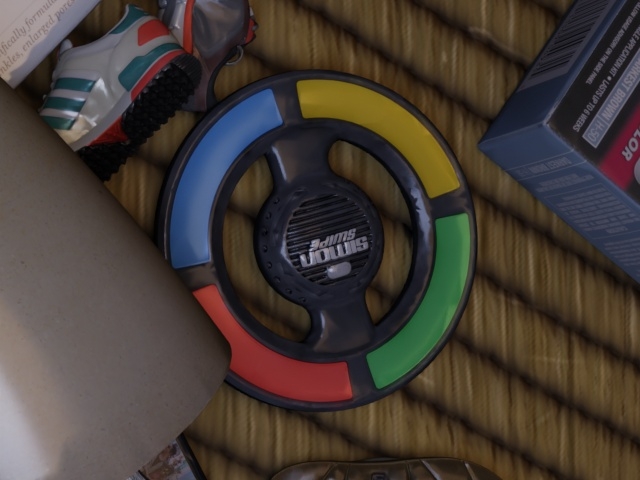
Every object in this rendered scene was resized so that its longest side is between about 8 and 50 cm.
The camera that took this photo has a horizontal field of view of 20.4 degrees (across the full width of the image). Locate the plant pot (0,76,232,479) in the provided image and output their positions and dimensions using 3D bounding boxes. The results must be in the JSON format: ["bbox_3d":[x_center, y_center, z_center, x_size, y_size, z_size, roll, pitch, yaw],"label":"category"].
[{"bbox_3d":[-0.225,0.006,0.973,0.256,0.256,0.274,-34,107,-20],"label":"plant pot"}]

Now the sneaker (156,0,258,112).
[{"bbox_3d":[-0.071,-0.158,1.184,0.065,0.061,0.158,18,89,-28],"label":"sneaker"}]

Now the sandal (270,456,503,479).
[{"bbox_3d":[0.050,0.181,1.198,0.180,0.049,0.072,5,77,-5],"label":"sandal"}]

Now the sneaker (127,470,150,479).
[{"bbox_3d":[-0.101,0.200,1.091,0.093,0.088,0.225,-31,95,-22],"label":"sneaker"}]

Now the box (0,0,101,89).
[{"bbox_3d":[-0.219,-0.193,1.094,0.182,0.119,0.181,45,72,-11],"label":"box"}]

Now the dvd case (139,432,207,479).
[{"bbox_3d":[-0.179,0.212,1.120,0.253,0.022,0.180,-28,94,-20],"label":"dvd case"}]

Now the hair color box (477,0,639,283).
[{"bbox_3d":[0.318,-0.029,1.279,0.374,0.113,0.185,39,73,-13],"label":"hair color box"}]

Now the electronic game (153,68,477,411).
[{"bbox_3d":[0.000,0.000,1.187,0.229,0.048,0.229,1,88,-22],"label":"electronic game"}]

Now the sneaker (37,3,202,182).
[{"bbox_3d":[-0.153,-0.083,1.135,0.161,0.057,0.075,-41,65,9],"label":"sneaker"}]
